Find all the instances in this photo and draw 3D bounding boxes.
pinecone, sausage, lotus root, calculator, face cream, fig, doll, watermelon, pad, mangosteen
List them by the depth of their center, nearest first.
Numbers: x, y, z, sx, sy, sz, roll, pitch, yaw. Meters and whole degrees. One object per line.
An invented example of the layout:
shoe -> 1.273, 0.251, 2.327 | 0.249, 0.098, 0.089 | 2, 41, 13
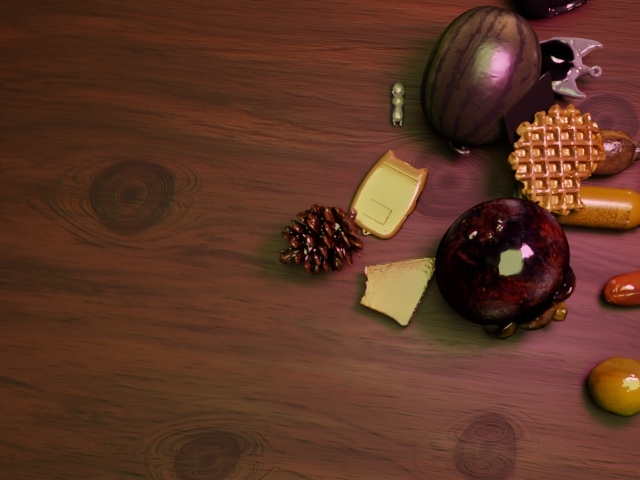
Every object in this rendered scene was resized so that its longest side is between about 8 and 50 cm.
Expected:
fig -> 0.703, 0.337, 1.578 | 0.153, 0.121, 0.136 | -37, 82, 20
mangosteen -> 0.425, 0.062, 1.581 | 0.330, 0.330, 0.329 | -1, 77, 5
sausage -> 0.772, 0.113, 1.641 | 0.179, 0.089, 0.089 | -8, 77, 0
pad -> 0.523, -0.274, 1.666 | 0.159, 0.265, 0.009 | -45, 51, -6
watermelon -> 0.389, -0.389, 1.675 | 0.279, 0.279, 0.359 | 26, 110, 10
face cream -> 0.658, -0.084, 1.678 | 0.349, 0.105, 0.104 | 5, 78, 6
pinecone -> -0.001, -0.001, 1.681 | 0.212, 0.185, 0.168 | -17, 51, 15
lotus root -> 0.709, -0.220, 1.700 | 0.210, 0.120, 0.120 | 1, 78, 6
calculator -> 0.174, -0.115, 1.763 | 0.157, 0.033, 0.236 | 29, 83, 9
doll -> 0.568, -0.464, 1.772 | 0.316, 0.103, 0.145 | 18, 61, 17
doll -> 0.207, -0.367, 1.819 | 0.037, 0.027, 0.125 | 2, 77, -2

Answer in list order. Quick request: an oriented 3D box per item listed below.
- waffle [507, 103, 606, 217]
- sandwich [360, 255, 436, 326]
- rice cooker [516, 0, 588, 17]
waffle -> 0.572, -0.193, 1.610 | 0.253, 0.056, 0.249 | -36, 92, -7
sandwich -> 0.189, 0.098, 1.701 | 0.163, 0.058, 0.193 | 27, 83, 11
rice cooker -> 0.613, -0.718, 1.753 | 0.267, 0.267, 0.224 | -21, 77, 0
